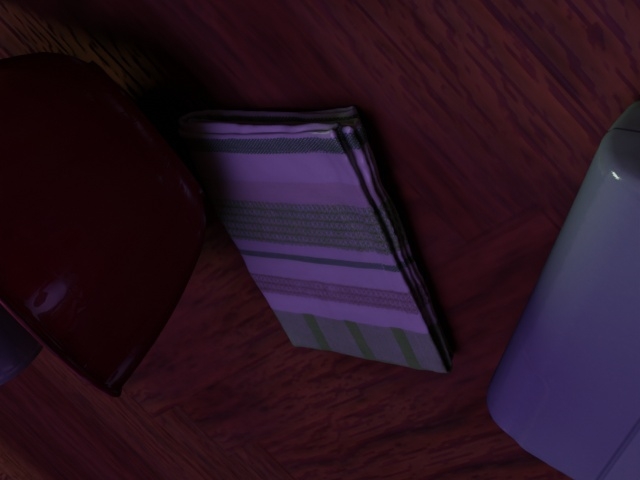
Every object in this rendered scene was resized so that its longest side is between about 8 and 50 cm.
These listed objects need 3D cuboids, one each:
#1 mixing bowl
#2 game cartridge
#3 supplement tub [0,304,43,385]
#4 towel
[{"bbox_3d":[-0.121,-0.023,0.498,0.181,0.098,0.181,49,174,7],"label":"mixing bowl"},{"bbox_3d":[0.213,0.076,0.361,0.297,0.062,0.198,30,147,16],"label":"game cartridge"},{"bbox_3d":[-0.268,0.007,0.676,0.117,0.117,0.190,8,133,38],"label":"supplement tub"},{"bbox_3d":[0.000,0.000,0.508,0.113,0.023,0.152,7,135,41],"label":"towel"}]
